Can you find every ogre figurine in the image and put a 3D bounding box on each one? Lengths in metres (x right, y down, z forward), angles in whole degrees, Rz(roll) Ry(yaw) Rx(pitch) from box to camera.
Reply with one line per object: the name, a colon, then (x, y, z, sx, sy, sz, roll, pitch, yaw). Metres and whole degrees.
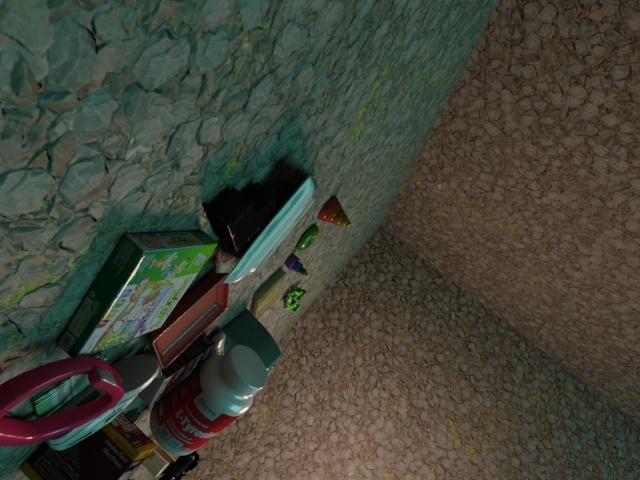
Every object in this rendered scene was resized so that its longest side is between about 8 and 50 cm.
ogre figurine: (-0.143, 0.318, 2.336, 0.118, 0.097, 0.197, -64, 180, 4)

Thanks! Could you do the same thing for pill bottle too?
pill bottle: (-0.388, 0.555, 1.531, 0.408, 0.229, 0.229, -41, 172, 15)

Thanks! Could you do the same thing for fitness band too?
fitness band: (-0.484, 0.296, 0.792, 0.209, 0.054, 0.291, -25, 157, -20)

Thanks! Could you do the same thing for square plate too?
square plate: (-0.115, -0.031, 1.205, 0.344, 0.049, 0.347, -51, -178, 5)

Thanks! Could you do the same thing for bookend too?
bookend: (-0.168, -0.075, 0.962, 0.156, 0.072, 0.157, -49, 169, -18)

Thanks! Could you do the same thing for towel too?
towel: (-0.520, 0.309, 0.909, 0.152, 0.023, 0.113, -41, 164, -44)

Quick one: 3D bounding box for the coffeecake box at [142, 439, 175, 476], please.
coffeecake box: (-0.718, 0.939, 1.871, 0.068, 0.142, 0.185, -48, 169, -22)

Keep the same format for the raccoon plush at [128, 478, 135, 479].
raccoon plush: (-0.811, 0.950, 1.407, 0.299, 0.216, 0.446, -48, 167, 13)

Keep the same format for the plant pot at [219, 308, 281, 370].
plant pot: (-0.286, 0.435, 1.741, 0.165, 0.234, 0.165, -37, 162, -53)

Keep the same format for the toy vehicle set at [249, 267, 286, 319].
toy vehicle set: (-0.231, 0.242, 1.862, 0.166, 0.035, 0.267, -45, 168, -33)

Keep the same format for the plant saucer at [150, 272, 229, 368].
plant saucer: (-0.361, 0.214, 1.195, 0.259, 0.048, 0.258, -46, 168, -31)

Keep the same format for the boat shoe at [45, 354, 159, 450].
boat shoe: (-0.493, 0.372, 0.998, 0.267, 0.096, 0.088, -40, 152, -40)

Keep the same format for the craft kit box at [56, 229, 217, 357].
craft kit box: (-0.344, 0.094, 0.850, 0.250, 0.061, 0.246, -53, 172, 12)

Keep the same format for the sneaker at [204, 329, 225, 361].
sneaker: (-0.405, 0.439, 1.644, 0.235, 0.095, 0.090, -58, 166, 27)

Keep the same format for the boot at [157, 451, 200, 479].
boot: (-0.624, 1.033, 1.924, 0.207, 0.094, 0.246, -42, 161, -24)

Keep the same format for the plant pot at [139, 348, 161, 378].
plant pot: (-0.464, 0.332, 1.104, 0.079, 0.083, 0.083, -20, 149, -48)

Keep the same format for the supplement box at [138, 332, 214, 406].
supplement box: (-0.450, 0.392, 1.351, 0.130, 0.073, 0.239, -56, 170, 26)

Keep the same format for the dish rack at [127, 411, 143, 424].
dish rack: (-0.671, 0.673, 1.367, 0.271, 0.074, 0.208, -52, 170, 3)

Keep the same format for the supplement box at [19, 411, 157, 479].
supplement box: (-0.550, 0.523, 1.046, 0.194, 0.191, 0.129, -49, 169, -16)

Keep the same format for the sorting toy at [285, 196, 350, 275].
sorting toy: (0.000, 0.000, 1.780, 0.365, 0.126, 0.127, -54, 169, 13)
